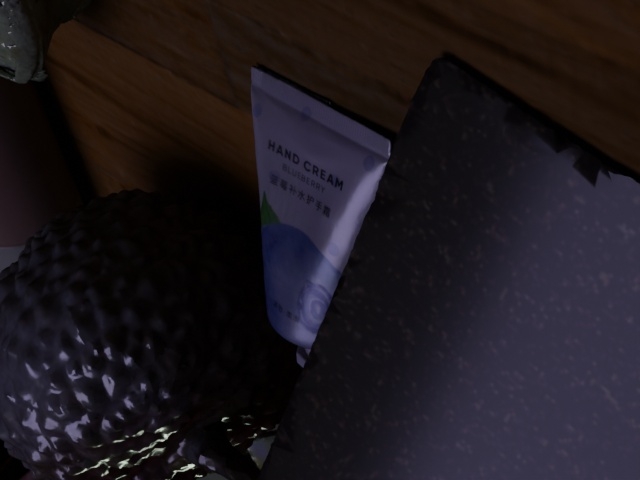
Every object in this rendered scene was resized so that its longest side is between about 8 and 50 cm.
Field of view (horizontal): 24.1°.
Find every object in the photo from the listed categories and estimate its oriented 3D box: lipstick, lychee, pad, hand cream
[{"bbox_3d":[-0.183,-0.044,0.867,0.070,0.070,0.254,31,150,35],"label":"lipstick"},{"bbox_3d":[-0.087,0.062,0.748,0.197,0.165,0.165,58,164,33],"label":"lychee"},{"bbox_3d":[0.125,0.109,0.518,0.330,0.004,0.220,38,123,24],"label":"pad"},{"bbox_3d":[0.000,0.000,0.656,0.084,0.053,0.142,31,141,36],"label":"hand cream"}]

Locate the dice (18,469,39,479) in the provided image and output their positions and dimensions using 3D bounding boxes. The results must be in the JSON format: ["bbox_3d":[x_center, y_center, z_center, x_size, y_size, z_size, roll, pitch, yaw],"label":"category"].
[{"bbox_3d":[-0.198,0.215,1.253,0.094,0.091,0.093,47,157,2],"label":"dice"}]

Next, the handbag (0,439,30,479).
[{"bbox_3d":[-0.321,0.286,1.426,0.155,0.215,0.169,10,132,54],"label":"handbag"}]

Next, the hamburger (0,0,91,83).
[{"bbox_3d":[-0.165,-0.145,0.697,0.140,0.062,0.133,41,156,11],"label":"hamburger"}]

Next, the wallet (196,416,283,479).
[{"bbox_3d":[-0.005,0.190,0.889,0.309,0.077,0.223,-17,108,54],"label":"wallet"}]
